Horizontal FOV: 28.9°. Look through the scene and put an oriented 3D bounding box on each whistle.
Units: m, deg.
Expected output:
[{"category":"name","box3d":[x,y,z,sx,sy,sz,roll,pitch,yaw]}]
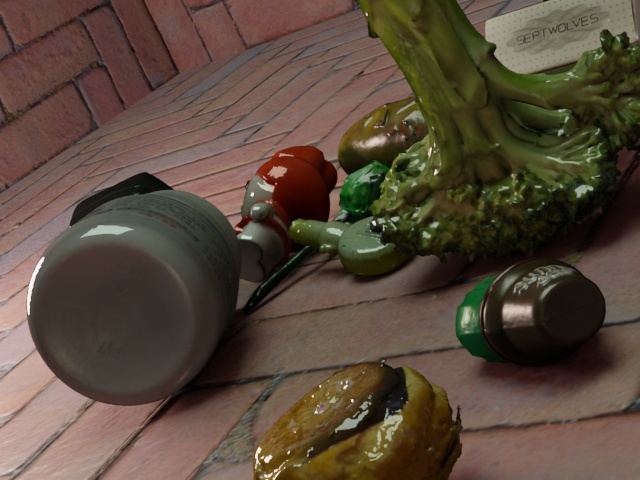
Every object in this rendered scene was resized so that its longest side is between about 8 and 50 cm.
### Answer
[{"category":"whistle","box3d":[0.038,-0.005,1.713,0.198,0.057,0.104,13,43,38]}]

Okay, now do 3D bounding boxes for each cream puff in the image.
[{"category":"cream puff","box3d":[0.038,0.188,1.072,0.189,0.129,0.189,-32,14,9]}]

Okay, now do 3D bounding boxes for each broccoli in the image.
[{"category":"broccoli","box3d":[0.155,-0.147,1.498,0.353,0.397,0.275,-63,11,10]}]

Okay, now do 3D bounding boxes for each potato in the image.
[{"category":"potato","box3d":[0.137,-0.156,1.940,0.176,0.141,0.298,2,-1,-38]}]

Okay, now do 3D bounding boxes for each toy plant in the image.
[{"category":"toy plant","box3d":[0.211,0.070,1.238,0.143,0.105,0.200,-21,3,-15]}]

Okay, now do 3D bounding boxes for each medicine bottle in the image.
[{"category":"medicine bottle","box3d":[-0.229,0.060,1.641,0.245,0.245,0.306,-22,10,12]}]

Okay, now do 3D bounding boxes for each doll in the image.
[{"category":"doll","box3d":[-0.049,-0.054,1.892,0.130,0.161,0.290,9,39,21]}]

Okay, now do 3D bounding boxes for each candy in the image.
[{"category":"candy","box3d":[-0.001,0.000,1.815,0.323,0.097,0.097,-41,22,-25]}]

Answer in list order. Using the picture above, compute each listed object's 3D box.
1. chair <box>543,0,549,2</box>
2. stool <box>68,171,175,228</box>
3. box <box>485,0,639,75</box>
[{"category":"chair","box3d":[0.409,-0.445,2.298,0.113,0.229,0.106,-29,16,-23]},{"category":"stool","box3d":[-0.277,0.023,1.883,0.232,0.232,0.141,-24,19,3]},{"category":"box","box3d":[0.393,-0.241,1.649,0.210,0.095,0.330,-12,-14,38]}]
